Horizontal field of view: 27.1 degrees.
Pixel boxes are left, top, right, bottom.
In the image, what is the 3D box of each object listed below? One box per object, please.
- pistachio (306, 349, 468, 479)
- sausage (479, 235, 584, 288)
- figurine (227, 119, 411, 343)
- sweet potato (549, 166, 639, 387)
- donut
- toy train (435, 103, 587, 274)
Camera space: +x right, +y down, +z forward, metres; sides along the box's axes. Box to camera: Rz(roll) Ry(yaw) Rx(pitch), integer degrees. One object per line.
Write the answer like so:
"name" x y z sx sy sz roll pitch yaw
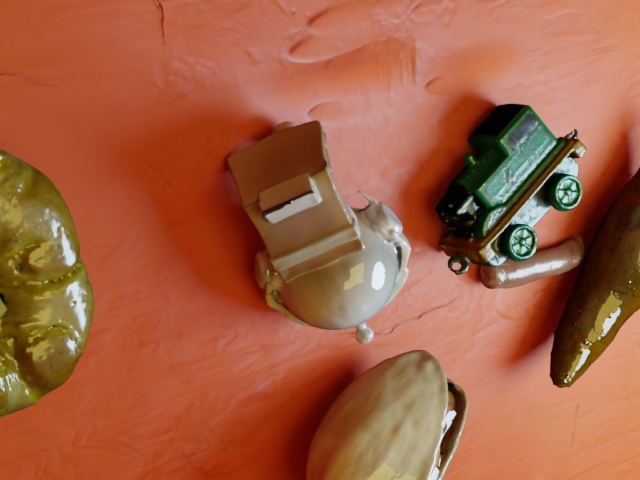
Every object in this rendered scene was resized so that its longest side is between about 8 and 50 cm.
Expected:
"pistachio" 0.074 0.226 1.450 0.157 0.157 0.229 51 61 -32
"sausage" 0.257 0.028 1.590 0.158 0.036 0.042 -15 122 -31
"figurine" 0.001 0.002 1.365 0.162 0.141 0.237 -28 123 6
"sweet potato" 0.380 0.022 1.628 0.112 0.112 0.359 24 91 -36
"donut" -0.312 0.034 1.149 0.208 0.128 0.261 -25 115 -28
"toy train" 0.207 -0.062 1.503 0.227 0.091 0.136 -45 112 -15
